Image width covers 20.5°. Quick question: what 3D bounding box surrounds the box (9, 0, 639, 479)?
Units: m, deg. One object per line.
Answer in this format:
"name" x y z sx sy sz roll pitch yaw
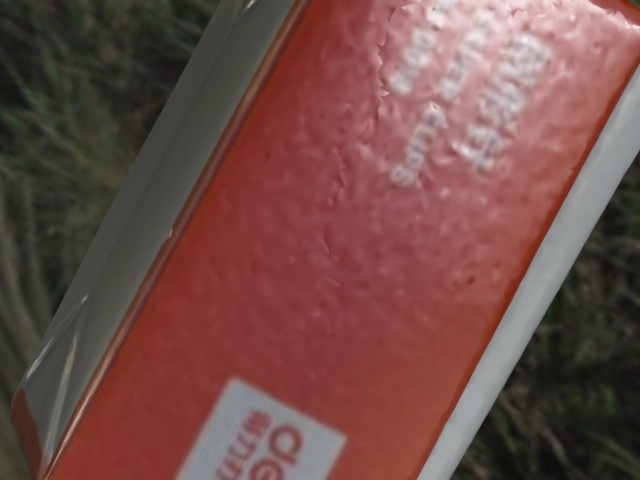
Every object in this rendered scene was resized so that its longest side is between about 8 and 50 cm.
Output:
"box" 0.000 0.000 0.481 0.182 0.099 0.133 -62 16 -5
